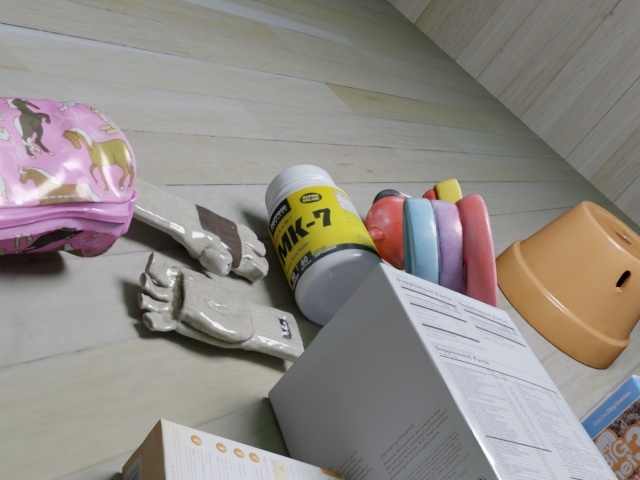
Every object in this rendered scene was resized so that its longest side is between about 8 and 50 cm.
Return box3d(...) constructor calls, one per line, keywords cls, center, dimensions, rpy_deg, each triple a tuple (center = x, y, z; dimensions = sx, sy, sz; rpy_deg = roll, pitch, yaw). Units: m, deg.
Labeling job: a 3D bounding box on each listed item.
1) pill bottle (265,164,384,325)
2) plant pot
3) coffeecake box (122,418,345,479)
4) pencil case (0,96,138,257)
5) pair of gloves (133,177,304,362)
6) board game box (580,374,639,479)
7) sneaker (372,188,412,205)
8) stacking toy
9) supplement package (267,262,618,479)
box3d(cls="pill bottle", center=(0.000, 0.000, 1.128), dimensions=(0.119, 0.119, 0.208), rpy_deg=(21, 28, -34))
box3d(cls="plant pot", center=(0.496, 0.064, 1.623), dimensions=(0.291, 0.203, 0.290), rpy_deg=(30, 25, -16))
box3d(cls="coffeecake box", center=(-0.056, 0.236, 0.680), dimensions=(0.186, 0.068, 0.142), rpy_deg=(25, 27, -28))
box3d(cls="pencil case", center=(-0.317, -0.042, 0.701), dimensions=(0.386, 0.160, 0.167), rpy_deg=(-15, 82, -63))
box3d(cls="pair of gloves", center=(-0.129, 0.034, 0.979), dimensions=(0.204, 0.042, 0.240), rpy_deg=(23, 29, -39))
box3d(cls="board game box", center=(0.352, 0.331, 0.890), dimensions=(0.141, 0.232, 0.291), rpy_deg=(24, 26, -30))
box3d(cls="sneaker", center=(0.161, -0.028, 1.476), dimensions=(0.229, 0.086, 0.132), rpy_deg=(38, 16, -27))
box3d(cls="stacking toy", center=(0.131, 0.068, 1.097), dimensions=(0.131, 0.279, 0.309), rpy_deg=(-5, 5, 1))
box3d(cls="supplement package", center=(0.113, 0.198, 0.825), dimensions=(0.198, 0.199, 0.262), rpy_deg=(21, 29, -36))
